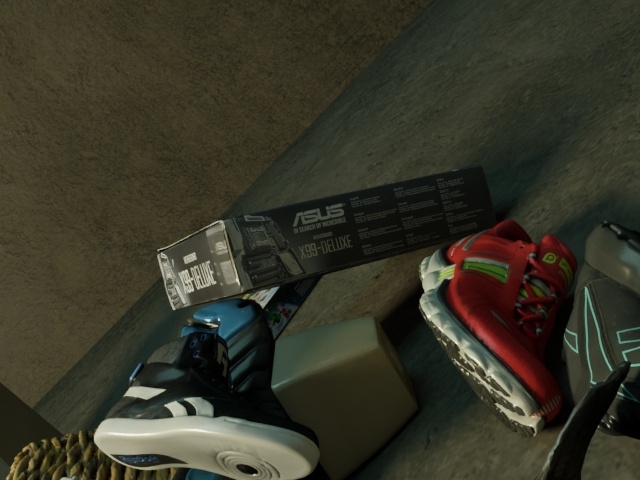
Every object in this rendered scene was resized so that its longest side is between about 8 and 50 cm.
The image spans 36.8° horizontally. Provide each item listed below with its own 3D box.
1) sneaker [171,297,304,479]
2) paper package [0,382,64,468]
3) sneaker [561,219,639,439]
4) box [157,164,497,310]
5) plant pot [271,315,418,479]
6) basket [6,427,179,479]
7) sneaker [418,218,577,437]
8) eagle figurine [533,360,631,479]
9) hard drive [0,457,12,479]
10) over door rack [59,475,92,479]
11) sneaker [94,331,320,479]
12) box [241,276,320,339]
[{"bbox_3d":[-0.060,0.205,0.884,0.125,0.139,0.340,-17,38,11],"label":"sneaker"},{"bbox_3d":[-0.582,0.367,1.557,0.168,0.325,0.309,-43,13,14],"label":"paper package"},{"bbox_3d":[0.202,0.075,0.522,0.267,0.101,0.106,-97,30,-74],"label":"sneaker"},{"bbox_3d":[0.000,0.000,1.066,0.308,0.076,0.242,-13,-3,-25],"label":"box"},{"bbox_3d":[0.027,0.130,0.859,0.096,0.109,0.109,-29,14,9],"label":"plant pot"},{"bbox_3d":[-0.199,0.338,0.934,0.214,0.222,0.299,-11,15,1],"label":"basket"},{"bbox_3d":[0.146,0.044,0.743,0.118,0.107,0.279,-33,17,11],"label":"sneaker"},{"bbox_3d":[0.053,0.197,0.404,0.298,0.226,0.225,-20,-28,-5],"label":"eagle figurine"},{"bbox_3d":[-0.486,0.424,1.261,0.047,0.233,0.353,-31,16,20],"label":"hard drive"},{"bbox_3d":[-0.111,0.293,0.637,0.324,0.108,0.239,-6,47,39],"label":"over door rack"},{"bbox_3d":[-0.085,0.129,0.806,0.217,0.079,0.121,-3,47,31],"label":"sneaker"},{"bbox_3d":[-0.098,0.119,1.435,0.159,0.044,0.233,-28,21,53],"label":"box"}]
